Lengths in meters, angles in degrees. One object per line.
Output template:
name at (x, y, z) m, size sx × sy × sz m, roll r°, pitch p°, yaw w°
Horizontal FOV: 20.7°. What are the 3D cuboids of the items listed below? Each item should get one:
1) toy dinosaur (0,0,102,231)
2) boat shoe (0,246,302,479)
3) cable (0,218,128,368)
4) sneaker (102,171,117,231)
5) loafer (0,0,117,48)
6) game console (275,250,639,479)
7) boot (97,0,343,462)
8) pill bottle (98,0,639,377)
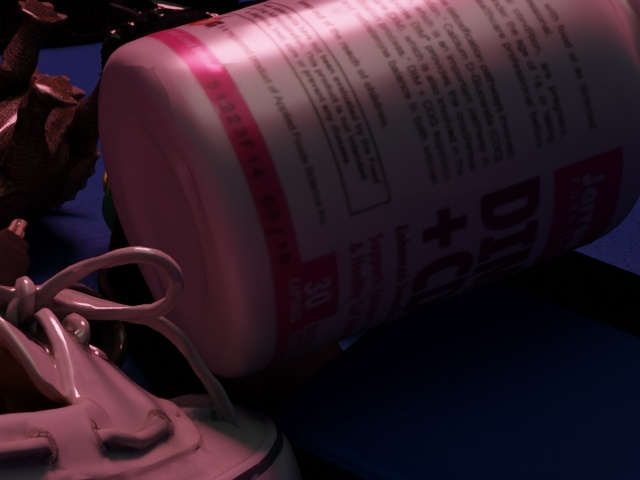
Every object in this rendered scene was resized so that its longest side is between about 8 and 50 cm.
toy dinosaur at (-0.199, -0.047, 1.078) m, size 0.121 × 0.160 × 0.313 m, roll 28°, pitch 32°, yaw 2°
boat shoe at (-0.114, 0.069, 0.656) m, size 0.136 × 0.156 × 0.367 m, roll -16°, pitch 0°, yaw 19°
cable at (-0.181, 0.074, 0.871) m, size 0.139 × 0.072 × 0.287 m, roll 39°, pitch 27°, yaw -14°
sneaker at (0.000, 0.000, 1.095) m, size 0.295 × 0.109 × 0.123 m, roll 13°, pitch 39°, yaw 13°
loafer at (-0.264, -0.221, 1.570) m, size 0.078 × 0.080 × 0.220 m, roll 25°, pitch 26°, yaw 36°
game console at (0.169, 0.121, 0.849) m, size 0.293 × 0.173 × 0.250 m, roll 23°, pitch -17°, yaw 33°
boot at (-0.050, -0.019, 0.937) m, size 0.094 × 0.207 × 0.246 m, roll -9°, pitch 26°, yaw -29°
pill bottle at (0.053, -0.055, 0.829) m, size 0.283 × 0.160 × 0.160 m, roll -20°, pitch 31°, yaw -20°
